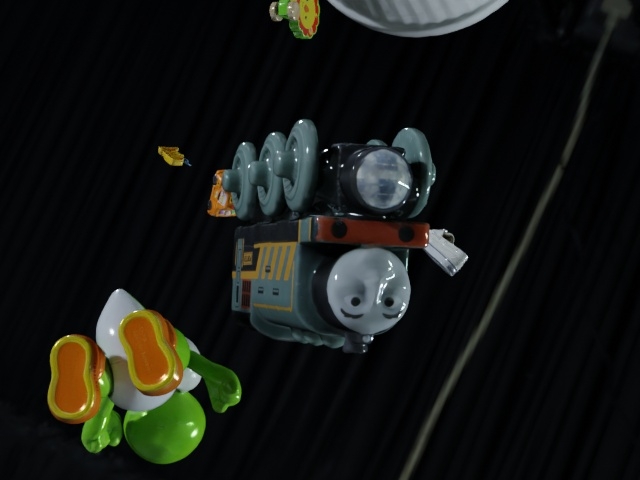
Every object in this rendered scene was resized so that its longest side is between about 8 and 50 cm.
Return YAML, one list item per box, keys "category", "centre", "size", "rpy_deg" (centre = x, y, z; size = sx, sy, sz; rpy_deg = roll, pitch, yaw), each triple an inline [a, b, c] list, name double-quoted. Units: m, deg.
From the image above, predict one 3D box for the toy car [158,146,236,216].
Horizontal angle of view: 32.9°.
- category: "toy car"
  centre: [-0.127, -0.055, 1.167]
  size: [0.122, 0.060, 0.040]
  rpy_deg: [17, 20, -40]

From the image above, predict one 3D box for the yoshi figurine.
- category: "yoshi figurine"
  centre: [-0.217, 0.204, 1.399]
  size: [0.203, 0.203, 0.362]
  rpy_deg: [30, -7, 10]

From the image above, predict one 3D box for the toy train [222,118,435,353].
- category: "toy train"
  centre: [0.000, 0.000, 0.977]
  size: [0.142, 0.190, 0.334]
  rpy_deg: [2, -2, -19]

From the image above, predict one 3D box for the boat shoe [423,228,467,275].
- category: "boat shoe"
  centre: [0.137, 0.004, 1.240]
  size: [0.035, 0.035, 0.100]
  rpy_deg: [50, -1, -31]

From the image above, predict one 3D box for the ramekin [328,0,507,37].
- category: "ramekin"
  centre: [0.085, -0.344, 1.050]
  size: [0.272, 0.273, 0.127]
  rpy_deg: [21, 2, 18]

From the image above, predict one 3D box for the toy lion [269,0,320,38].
- category: "toy lion"
  centre: [-0.027, -0.307, 1.370]
  size: [0.034, 0.100, 0.096]
  rpy_deg: [3, 2, 26]
